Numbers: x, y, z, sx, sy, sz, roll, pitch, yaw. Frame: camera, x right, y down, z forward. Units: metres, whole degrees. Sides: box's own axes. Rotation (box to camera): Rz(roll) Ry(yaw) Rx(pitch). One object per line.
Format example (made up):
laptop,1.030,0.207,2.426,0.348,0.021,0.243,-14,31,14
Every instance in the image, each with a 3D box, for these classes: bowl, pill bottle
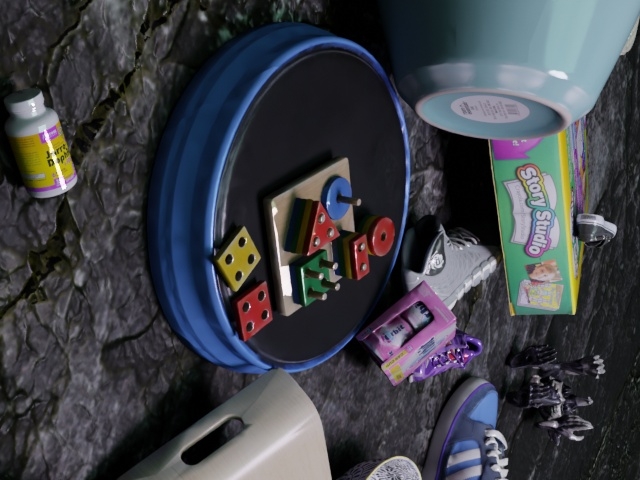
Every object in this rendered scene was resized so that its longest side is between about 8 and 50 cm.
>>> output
bowl,0.205,-0.217,1.119,0.311,0.312,0.163,23,71,-55
pill bottle,-0.230,-0.080,0.799,0.043,0.043,0.083,-41,131,-41
bowl,-0.024,-0.039,1.077,0.391,0.077,0.391,-22,118,-50
bowl,0.057,0.359,1.305,0.170,0.080,0.170,-14,109,-47

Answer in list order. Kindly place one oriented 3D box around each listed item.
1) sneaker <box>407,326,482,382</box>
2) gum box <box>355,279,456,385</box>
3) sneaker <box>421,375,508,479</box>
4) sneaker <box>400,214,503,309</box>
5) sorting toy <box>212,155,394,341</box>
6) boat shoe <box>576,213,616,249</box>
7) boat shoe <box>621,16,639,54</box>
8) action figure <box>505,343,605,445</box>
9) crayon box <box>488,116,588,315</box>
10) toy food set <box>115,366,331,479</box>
sneaker,0.183,0.165,1.437,0.170,0.071,0.068,-20,116,-50
gum box,0.110,0.119,1.229,0.107,0.062,0.188,-39,165,-3
sneaker,0.277,0.384,1.491,0.130,0.236,0.322,50,60,-49
sneaker,0.186,0.004,1.383,0.228,0.086,0.132,-46,132,-36
sorting toy,0.000,0.000,1.015,0.274,0.046,0.132,-33,125,-45
boat shoe,0.394,-0.009,1.413,0.142,0.049,0.040,17,78,-62
boat shoe,0.257,-0.383,1.241,0.500,0.156,0.186,22,78,-42
action figure,0.438,0.282,1.779,0.276,0.141,0.164,31,63,-52
crayon box,0.327,-0.124,1.451,0.313,0.106,0.363,-64,147,-50
toy food set,-0.095,0.310,1.062,0.220,0.092,0.306,-33,133,-29
